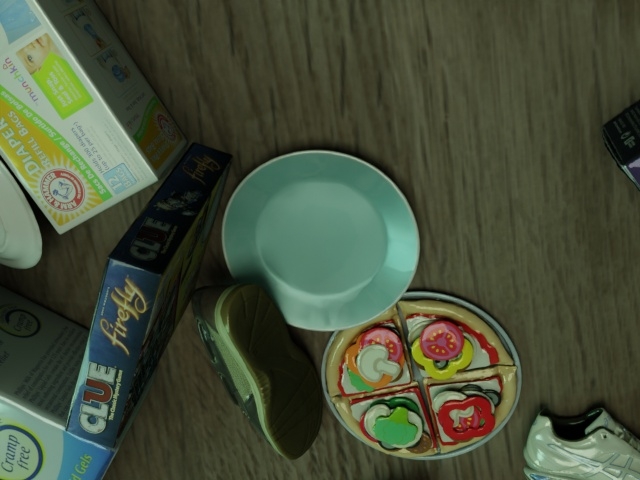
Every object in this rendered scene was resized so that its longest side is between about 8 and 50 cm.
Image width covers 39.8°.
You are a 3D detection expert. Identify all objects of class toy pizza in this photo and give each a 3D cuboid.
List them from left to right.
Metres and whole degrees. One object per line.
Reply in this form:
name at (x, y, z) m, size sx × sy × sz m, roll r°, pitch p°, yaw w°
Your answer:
toy pizza at (0.100, 0.144, 0.885) m, size 0.201 × 0.032 × 0.201 m, roll 3°, pitch 115°, yaw 6°

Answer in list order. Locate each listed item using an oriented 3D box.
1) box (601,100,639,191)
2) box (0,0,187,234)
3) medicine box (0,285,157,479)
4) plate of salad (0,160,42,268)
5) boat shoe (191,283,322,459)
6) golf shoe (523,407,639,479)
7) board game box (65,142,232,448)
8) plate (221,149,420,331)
box at (0.360, -0.078, 0.705) m, size 0.207 × 0.108 × 0.153 m, roll -36°, pitch 105°, yaw 22°
box at (-0.224, -0.126, 0.764) m, size 0.114 × 0.103 × 0.203 m, roll -27°, pitch 108°, yaw 18°
medicine box at (-0.362, 0.195, 0.908) m, size 0.289 × 0.149 × 0.263 m, roll 28°, pitch 115°, yaw -6°
plate of salad at (-0.325, -0.058, 0.815) m, size 0.200 × 0.048 × 0.200 m, roll 24°, pitch 141°, yaw 22°
boat shoe at (-0.062, 0.127, 0.880) m, size 0.073 × 0.080 × 0.223 m, roll 15°, pitch 139°, yaw 40°
golf shoe at (0.292, 0.209, 0.873) m, size 0.176 × 0.069 × 0.086 m, roll 3°, pitch 109°, yaw 5°
board game box at (-0.139, 0.035, 0.749) m, size 0.042 × 0.243 × 0.165 m, roll 19°, pitch 116°, yaw -2°
plate at (0.000, 0.000, 0.837) m, size 0.188 × 0.024 × 0.188 m, roll 3°, pitch 115°, yaw 6°
